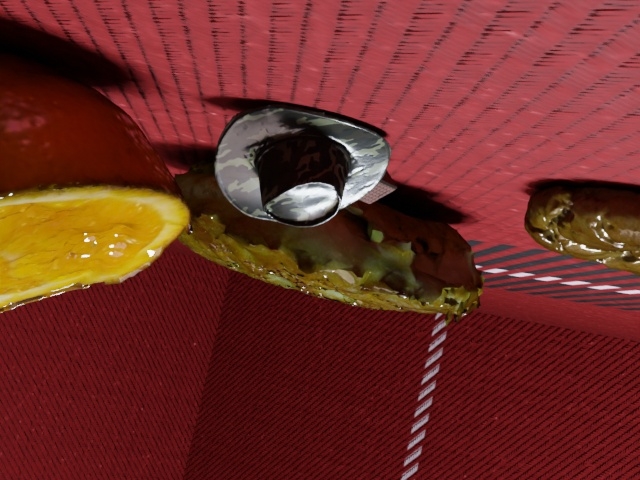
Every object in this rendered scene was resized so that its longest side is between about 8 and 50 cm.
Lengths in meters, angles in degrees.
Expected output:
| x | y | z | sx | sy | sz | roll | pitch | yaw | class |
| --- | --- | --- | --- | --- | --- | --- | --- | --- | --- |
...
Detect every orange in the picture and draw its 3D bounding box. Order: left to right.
| x | y | z | sx | sy | sz | roll | pitch | yaw | class |
| --- | --- | --- | --- | --- | --- | --- | --- | --- | --- |
| -0.250 | -0.005 | 0.789 | 0.310 | 0.274 | 0.274 | 11 | 176 | 12 | orange |

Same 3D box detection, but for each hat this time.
| x | y | z | sx | sy | sz | roll | pitch | yaw | class |
| --- | --- | --- | --- | --- | --- | --- | --- | --- | --- |
| -0.014 | -0.038 | 0.793 | 0.121 | 0.050 | 0.121 | 2 | 140 | 2 | hat |

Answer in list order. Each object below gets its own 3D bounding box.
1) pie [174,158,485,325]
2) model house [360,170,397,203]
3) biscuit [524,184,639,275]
| x | y | z | sx | sy | sz | roll | pitch | yaw | class |
| --- | --- | --- | --- | --- | --- | --- | --- | --- | --- |
| 0.000 | 0.000 | 1.139 | 0.355 | 0.103 | 0.288 | 15 | 178 | 33 | pie |
| 0.009 | -0.042 | 0.874 | 0.058 | 0.057 | 0.083 | 15 | 176 | 34 | model house |
| 0.248 | 0.003 | 0.864 | 0.226 | 0.042 | 0.226 | 13 | 177 | 1 | biscuit |
